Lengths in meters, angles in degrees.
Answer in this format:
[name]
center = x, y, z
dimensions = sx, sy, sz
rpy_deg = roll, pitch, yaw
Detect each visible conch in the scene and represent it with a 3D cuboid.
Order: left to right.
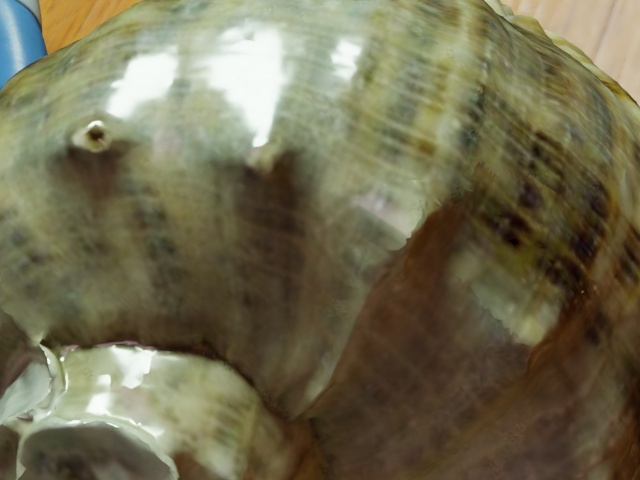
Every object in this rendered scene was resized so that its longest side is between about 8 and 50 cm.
[conch]
center = -0.008, -0.007, 0.402
dimensions = 0.210, 0.159, 0.291
rpy_deg = 5, 56, 33

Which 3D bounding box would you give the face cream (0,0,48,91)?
[face cream]
center = -0.181, -0.041, 0.557
dimensions = 0.149, 0.083, 0.264
rpy_deg = 1, 58, -2
